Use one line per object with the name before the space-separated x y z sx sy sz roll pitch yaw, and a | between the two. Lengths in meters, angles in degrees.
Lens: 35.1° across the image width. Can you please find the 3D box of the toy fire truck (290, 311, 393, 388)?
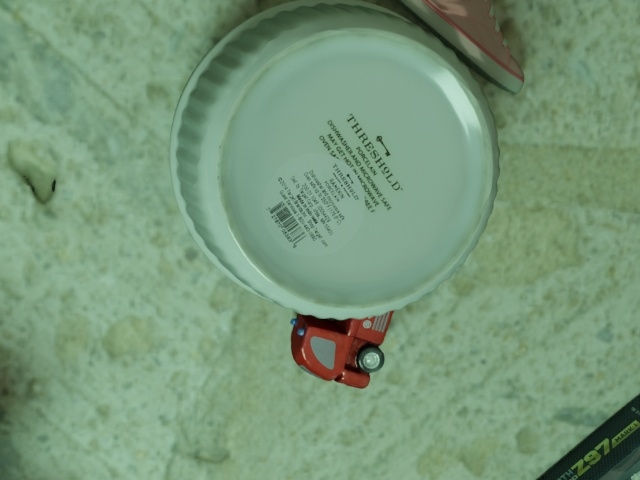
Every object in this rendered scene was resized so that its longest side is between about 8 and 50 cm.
toy fire truck | 0.000 0.000 0.715 0.135 0.047 0.192 17 96 -13

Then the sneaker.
sneaker | 0.106 -0.166 0.703 0.134 0.051 0.070 40 96 -11

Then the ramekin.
ramekin | 0.013 -0.048 0.628 0.207 0.109 0.207 -2 101 -11

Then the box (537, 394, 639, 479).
box | 0.276 0.258 0.810 0.183 0.059 0.232 -40 104 -1
